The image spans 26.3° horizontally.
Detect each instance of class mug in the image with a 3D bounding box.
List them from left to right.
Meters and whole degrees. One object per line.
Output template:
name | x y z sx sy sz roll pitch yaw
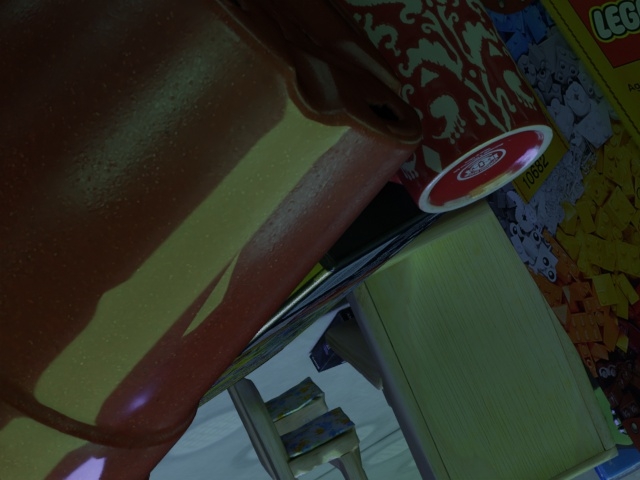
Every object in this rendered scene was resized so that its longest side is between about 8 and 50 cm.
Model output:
mug | 0.049 -0.100 0.842 0.113 0.169 0.150 -7 151 -49

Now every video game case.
video game case | -0.020 0.039 0.934 0.248 0.035 0.275 -42 174 30

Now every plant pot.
plant pot | -0.109 -0.033 0.696 0.265 0.272 0.272 -44 157 17

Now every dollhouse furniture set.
dollhouse furniture set | 0.089 0.076 1.306 0.362 0.256 0.394 -25 -168 -9

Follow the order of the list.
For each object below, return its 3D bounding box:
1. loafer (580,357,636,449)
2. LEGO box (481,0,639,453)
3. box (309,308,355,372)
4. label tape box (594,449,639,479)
loafer | 0.297 0.154 1.487 0.366 0.134 0.130 -12 -158 -12
LEGO box | 0.386 -0.087 1.038 0.500 0.372 0.193 -20 159 -26
box | 0.076 0.096 1.593 0.162 0.029 0.116 -17 158 -27
label tape box | 0.419 0.104 1.617 0.333 0.241 0.106 -30 161 3
